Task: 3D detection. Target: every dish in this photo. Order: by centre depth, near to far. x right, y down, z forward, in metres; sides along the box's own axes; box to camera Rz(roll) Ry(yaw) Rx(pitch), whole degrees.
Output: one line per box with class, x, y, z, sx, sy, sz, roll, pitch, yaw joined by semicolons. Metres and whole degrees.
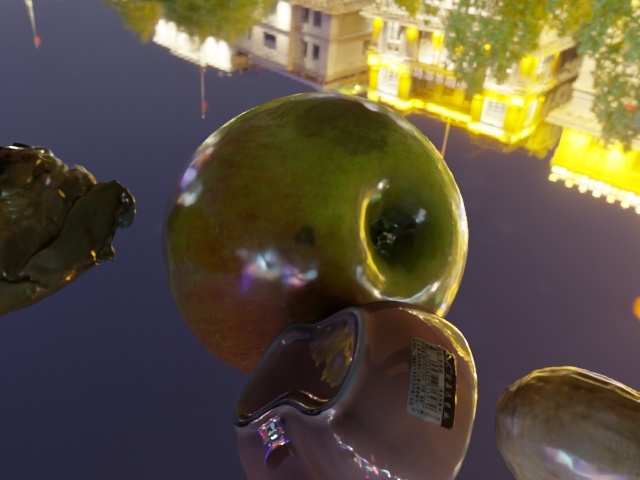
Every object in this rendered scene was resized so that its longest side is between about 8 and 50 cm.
dish;0.010;0.120;0.504;0.090;0.213;0.213;45;-159;-22

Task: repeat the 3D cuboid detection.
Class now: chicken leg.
chicken leg;-0.349;0.053;0.585;0.153;0.201;0.429;-25;-154;36

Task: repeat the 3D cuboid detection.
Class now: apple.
apple;0.000;0.000;0.742;0.340;0.339;0.339;4;-147;-2

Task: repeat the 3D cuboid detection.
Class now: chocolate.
chocolate;0.295;0.203;0.555;0.309;0.134;0.134;17;-147;35
